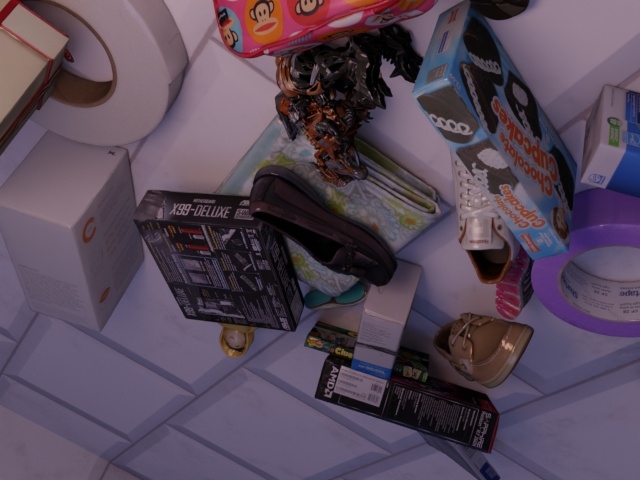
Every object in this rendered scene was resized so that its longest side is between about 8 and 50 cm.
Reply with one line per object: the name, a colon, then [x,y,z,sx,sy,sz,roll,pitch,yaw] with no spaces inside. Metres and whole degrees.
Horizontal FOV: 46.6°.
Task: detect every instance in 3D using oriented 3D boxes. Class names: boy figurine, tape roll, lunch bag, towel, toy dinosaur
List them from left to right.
tape roll: [-0.410,-0.320,1.209,0.392,0.072,0.392,13,140,11]
boy figurine: [-0.197,0.151,1.642,0.177,0.092,0.285,13,137,7]
lunch bag: [-0.009,-0.367,0.877,0.293,0.120,0.258,-8,96,38]
towel: [-0.012,-0.053,1.320,0.320,0.090,0.374,34,140,-13]
toy dinosaur: [0.007,-0.231,1.050,0.218,0.164,0.322,-6,134,37]
tape roll: [0.486,0.040,1.199,0.274,0.090,0.275,13,140,11]

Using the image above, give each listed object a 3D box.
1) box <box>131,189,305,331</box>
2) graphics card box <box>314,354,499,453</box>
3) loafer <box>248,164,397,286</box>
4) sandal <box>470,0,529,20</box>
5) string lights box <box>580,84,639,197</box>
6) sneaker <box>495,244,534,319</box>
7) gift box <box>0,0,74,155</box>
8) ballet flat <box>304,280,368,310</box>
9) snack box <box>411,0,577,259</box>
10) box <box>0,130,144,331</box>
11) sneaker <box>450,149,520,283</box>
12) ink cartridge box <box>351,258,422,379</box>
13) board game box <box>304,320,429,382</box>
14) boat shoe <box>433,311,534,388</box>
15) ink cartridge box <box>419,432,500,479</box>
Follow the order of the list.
box: [-0.179,0.044,1.380,0.242,0.077,0.307,4,140,18]
graphics card box: [0.182,0.332,1.584,0.370,0.094,0.233,15,180,7]
loafer: [0.000,0.000,1.235,0.302,0.095,0.109,38,138,-22]
sandal: [0.190,-0.359,0.904,0.090,0.060,0.219,-12,145,42]
string lights box: [0.489,-0.110,0.986,0.259,0.133,0.077,15,140,7]
sneaker: [0.346,0.051,1.303,0.063,0.075,0.170,16,121,35]
gift box: [-0.543,-0.255,1.096,0.255,0.258,0.276,37,158,-20]
ballet flat: [0.040,0.113,1.530,0.168,0.057,0.052,-11,159,39]
snack box: [0.250,-0.146,1.013,0.060,0.187,0.322,-18,127,38]
box: [-0.488,-0.013,1.484,0.168,0.215,0.345,17,140,7]
sneaker: [0.259,-0.059,1.145,0.105,0.123,0.290,-3,123,27]
ink cartridge box: [0.127,0.152,1.444,0.085,0.148,0.203,17,142,8]
board game box: [0.102,0.233,1.577,0.259,0.136,0.030,16,97,6]
boat shoe: [0.287,0.196,1.380,0.110,0.122,0.341,35,165,2]
ink cartridge box: [0.303,0.477,1.782,0.224,0.045,0.223,26,159,51]
